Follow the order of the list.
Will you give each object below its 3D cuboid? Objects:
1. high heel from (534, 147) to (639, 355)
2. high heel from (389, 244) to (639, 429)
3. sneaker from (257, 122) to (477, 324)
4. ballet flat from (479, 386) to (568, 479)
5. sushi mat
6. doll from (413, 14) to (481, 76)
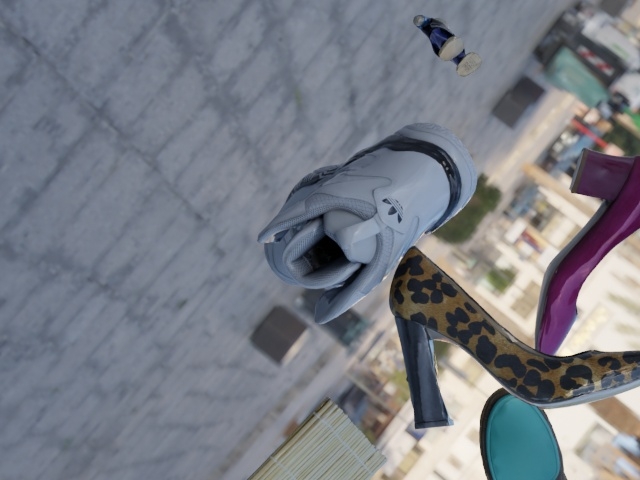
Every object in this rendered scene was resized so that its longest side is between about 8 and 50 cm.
[{"bbox_3d":[0.466,0.043,1.762,0.127,0.181,0.377,-56,160,-69],"label":"high heel"},{"bbox_3d":[0.202,0.077,1.078,0.261,0.186,0.093,-10,169,7],"label":"high heel"},{"bbox_3d":[0.000,0.000,1.234,0.210,0.137,0.366,-38,-175,-38],"label":"sneaker"},{"bbox_3d":[0.308,0.352,1.571,0.116,0.342,0.124,-27,-168,2],"label":"ballet flat"},{"bbox_3d":[-0.065,0.322,1.197,0.316,0.019,0.151,-45,135,-6],"label":"sushi mat"},{"bbox_3d":[0.195,-0.301,1.662,0.046,0.129,0.189,-47,-158,14],"label":"doll"}]
